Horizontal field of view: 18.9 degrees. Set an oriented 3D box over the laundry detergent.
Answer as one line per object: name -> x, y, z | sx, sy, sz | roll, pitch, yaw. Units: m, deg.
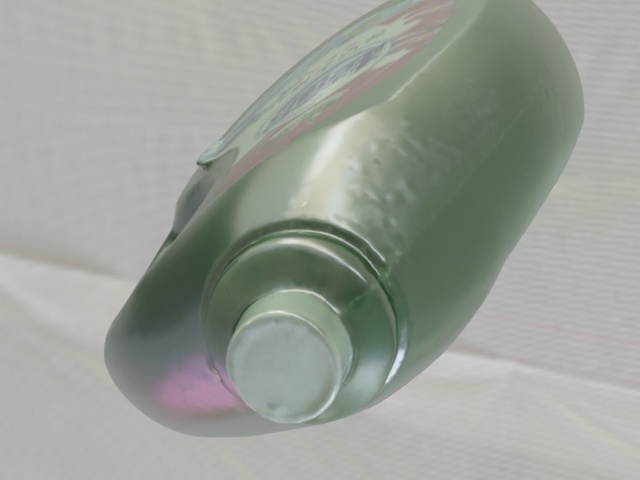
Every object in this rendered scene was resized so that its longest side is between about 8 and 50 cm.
laundry detergent -> 0.000, 0.000, 0.469 | 0.137, 0.211, 0.063 | -32, -79, 18
